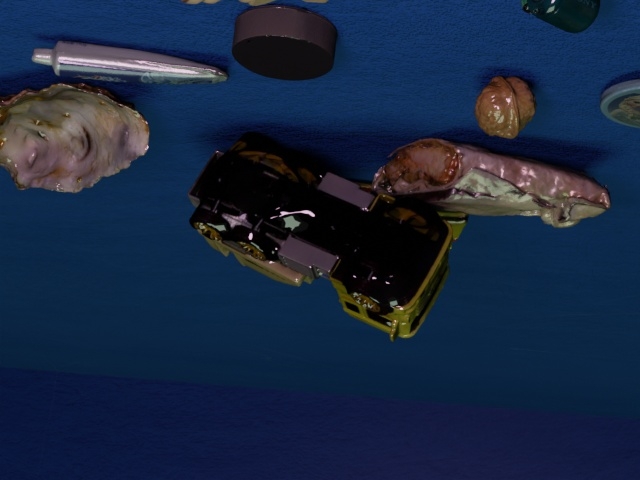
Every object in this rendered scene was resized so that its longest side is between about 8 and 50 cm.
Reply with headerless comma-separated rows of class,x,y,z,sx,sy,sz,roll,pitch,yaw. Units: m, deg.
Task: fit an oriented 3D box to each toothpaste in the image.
toothpaste,-0.259,-0.238,2.007,0.268,0.047,0.069,5,149,-5

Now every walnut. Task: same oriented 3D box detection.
walnut,0.246,-0.177,1.953,0.079,0.083,0.096,-19,163,-11

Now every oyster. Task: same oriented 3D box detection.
oyster,-0.419,-0.170,2.208,0.396,0.111,0.204,-13,135,46

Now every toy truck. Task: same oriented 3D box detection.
toy truck,0.000,0.000,2.229,0.405,0.181,0.254,24,162,20

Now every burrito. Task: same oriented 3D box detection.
burrito,0.250,-0.084,2.172,0.347,0.107,0.175,9,163,2

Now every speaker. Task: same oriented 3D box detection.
speaker,0.271,-0.280,1.695,0.075,0.060,0.094,20,-167,-33

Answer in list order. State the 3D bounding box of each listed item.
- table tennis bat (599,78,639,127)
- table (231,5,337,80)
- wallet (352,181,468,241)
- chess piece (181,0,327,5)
table tennis bat,0.458,-0.189,1.906,0.149,0.038,0.237,12,163,-14
table,-0.046,-0.252,1.886,0.133,0.043,0.133,6,161,2
wallet,0.117,-0.038,2.413,0.241,0.067,0.141,6,163,0
chess piece,-0.061,-0.309,1.692,0.200,0.090,0.090,2,164,-22
